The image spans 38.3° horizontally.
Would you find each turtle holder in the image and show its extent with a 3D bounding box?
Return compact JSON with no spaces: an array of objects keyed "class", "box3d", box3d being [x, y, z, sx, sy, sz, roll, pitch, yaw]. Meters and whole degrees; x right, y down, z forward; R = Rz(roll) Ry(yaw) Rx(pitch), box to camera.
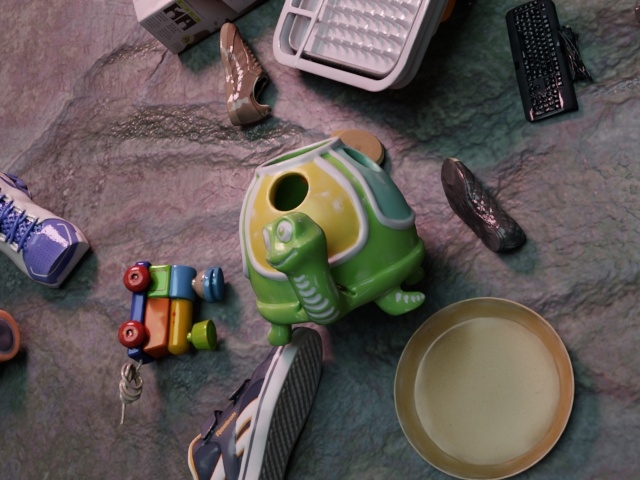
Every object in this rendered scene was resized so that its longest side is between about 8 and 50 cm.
[{"class":"turtle holder","box3d":[-0.011,0.001,1.194,0.243,0.320,0.227,-11,103,40]}]

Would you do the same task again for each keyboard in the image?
[{"class":"keyboard","box3d":[0.319,-0.266,1.302,0.100,0.038,0.191,-16,66,21]}]

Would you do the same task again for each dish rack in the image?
[{"class":"dish rack","box3d":[0.076,-0.368,1.378,0.333,0.072,0.285,29,100,51]}]

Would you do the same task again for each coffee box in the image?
[{"class":"coffee box","box3d":[-0.177,-0.478,1.587,0.297,0.119,0.168,-27,60,17]}]

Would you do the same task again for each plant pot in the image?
[{"class":"plant pot","box3d":[0.210,0.191,1.189,0.237,0.032,0.236,-10,67,25]}]

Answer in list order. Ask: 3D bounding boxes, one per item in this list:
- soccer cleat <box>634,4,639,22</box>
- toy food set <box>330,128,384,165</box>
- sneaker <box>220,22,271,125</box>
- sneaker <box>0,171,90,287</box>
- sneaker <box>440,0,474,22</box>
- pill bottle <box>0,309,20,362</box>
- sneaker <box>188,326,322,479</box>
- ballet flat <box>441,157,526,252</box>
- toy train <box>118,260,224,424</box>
[{"class":"soccer cleat","box3d":[0.493,-0.231,1.168,0.121,0.093,0.289,-18,65,13]},{"class":"toy food set","box3d":[0.054,-0.132,1.376,0.083,0.020,0.082,7,55,-7]},{"class":"sneaker","box3d":[-0.122,-0.277,1.528,0.071,0.066,0.188,-9,72,6]},{"class":"sneaker","box3d":[-0.558,-0.044,1.584,0.316,0.182,0.127,36,91,33]},{"class":"sneaker","box3d":[0.169,-0.438,1.421,0.121,0.099,0.262,-12,61,35]},{"class":"pill bottle","box3d":[-0.632,0.185,1.567,0.246,0.130,0.130,-15,65,22]},{"class":"sneaker","box3d":[-0.101,0.261,1.268,0.128,0.126,0.321,14,79,27]},{"class":"ballet flat","box3d":[0.219,-0.049,1.275,0.173,0.049,0.057,60,145,32]},{"class":"toy train","box3d":[-0.221,0.153,1.394,0.144,0.105,0.247,-4,69,12]}]
